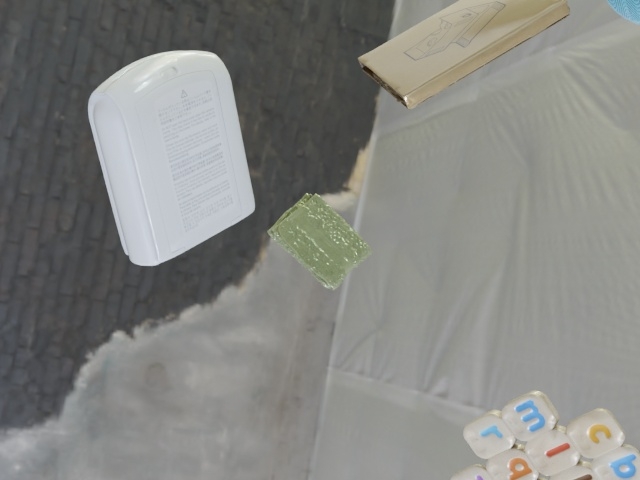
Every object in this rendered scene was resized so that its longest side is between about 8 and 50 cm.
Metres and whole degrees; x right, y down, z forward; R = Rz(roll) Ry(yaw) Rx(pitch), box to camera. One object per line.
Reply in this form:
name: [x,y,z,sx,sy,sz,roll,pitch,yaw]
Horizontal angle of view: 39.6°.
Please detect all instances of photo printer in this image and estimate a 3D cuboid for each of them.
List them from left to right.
photo printer: [-0.238,-0.146,1.441,0.107,0.256,0.307,10,-60,38]

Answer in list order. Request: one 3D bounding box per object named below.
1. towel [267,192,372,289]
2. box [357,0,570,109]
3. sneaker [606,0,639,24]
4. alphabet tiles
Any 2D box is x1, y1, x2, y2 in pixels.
towel: [0.000,0.000,1.421,0.110,0.148,0.027,-43,168,-21]
box: [0.153,-0.227,0.997,0.021,0.201,0.164,59,-1,-30]
sneaker: [0.344,-0.377,0.834,0.127,0.208,0.319,13,-60,44]
alphabet tiles: [0.327,0.350,1.230,0.278,0.021,0.284,-37,-96,34]
